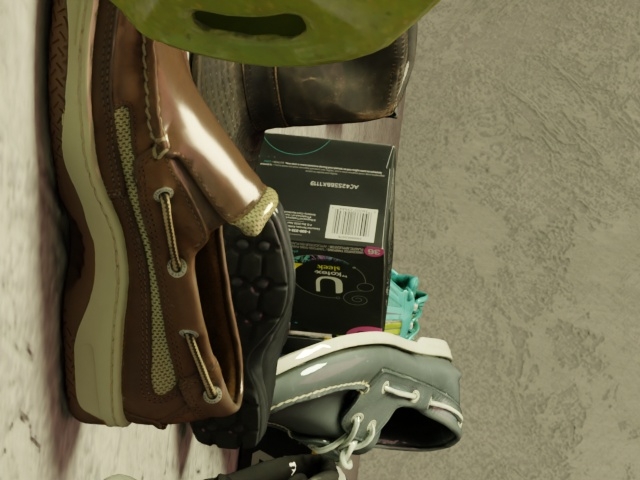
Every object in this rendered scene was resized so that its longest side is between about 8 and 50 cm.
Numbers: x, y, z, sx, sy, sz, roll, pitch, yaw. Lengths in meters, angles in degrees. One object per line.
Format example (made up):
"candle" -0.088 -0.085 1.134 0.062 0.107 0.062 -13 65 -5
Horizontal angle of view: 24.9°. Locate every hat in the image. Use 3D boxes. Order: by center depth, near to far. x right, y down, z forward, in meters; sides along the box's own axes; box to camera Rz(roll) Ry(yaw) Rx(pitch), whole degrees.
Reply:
"hat" 0.004 -0.170 1.036 0.331 0.134 0.331 6 90 -85

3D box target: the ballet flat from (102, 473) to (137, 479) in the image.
"ballet flat" -0.086 0.180 0.816 0.213 0.068 0.072 82 15 -66

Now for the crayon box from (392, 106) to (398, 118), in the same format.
"crayon box" 0.070 -0.318 1.799 0.202 0.081 0.319 -12 109 -84

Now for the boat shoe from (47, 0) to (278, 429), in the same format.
"boat shoe" -0.065 -0.029 0.667 0.095 0.095 0.257 -75 169 -59

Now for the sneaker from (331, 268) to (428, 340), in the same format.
"sneaker" 0.066 0.086 1.514 0.275 0.110 0.107 66 -6 -26

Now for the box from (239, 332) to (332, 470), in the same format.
"box" -0.033 0.266 1.413 0.257 0.079 0.322 67 30 -75

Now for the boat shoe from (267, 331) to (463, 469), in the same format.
"boat shoe" 0.034 0.141 1.236 0.319 0.116 0.099 6 63 -59

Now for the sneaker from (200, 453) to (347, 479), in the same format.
"sneaker" -0.063 0.323 1.035 0.447 0.169 0.257 -66 144 -56

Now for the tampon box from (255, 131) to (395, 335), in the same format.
"tampon box" 0.000 0.000 1.223 0.161 0.120 0.101 86 11 -58

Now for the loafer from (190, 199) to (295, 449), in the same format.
"loafer" -0.057 0.046 0.972 0.078 0.076 0.223 -85 -178 -48

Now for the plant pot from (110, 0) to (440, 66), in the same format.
"plant pot" -0.002 -0.207 0.470 0.276 0.276 0.254 87 22 -57
